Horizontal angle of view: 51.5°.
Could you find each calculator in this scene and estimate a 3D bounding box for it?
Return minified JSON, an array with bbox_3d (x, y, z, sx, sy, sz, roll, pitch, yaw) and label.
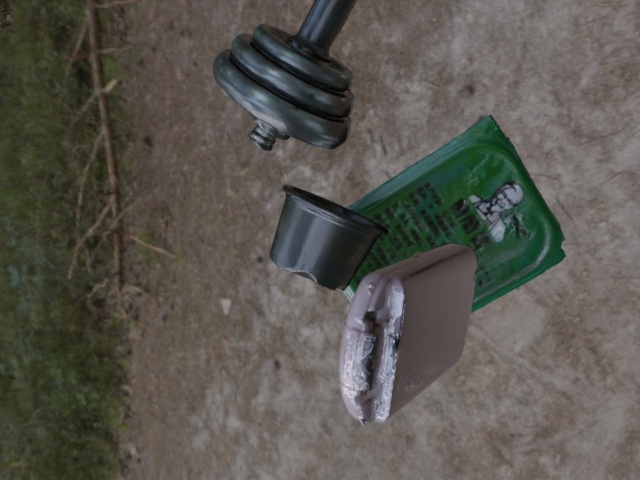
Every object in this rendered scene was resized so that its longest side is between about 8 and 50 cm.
[{"bbox_3d":[0.067,0.058,0.458,0.032,0.175,0.100,14,105,30],"label":"calculator"}]

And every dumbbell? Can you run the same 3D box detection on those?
[{"bbox_3d":[0.025,-0.277,0.720,0.179,0.179,0.406,44,114,32],"label":"dumbbell"}]

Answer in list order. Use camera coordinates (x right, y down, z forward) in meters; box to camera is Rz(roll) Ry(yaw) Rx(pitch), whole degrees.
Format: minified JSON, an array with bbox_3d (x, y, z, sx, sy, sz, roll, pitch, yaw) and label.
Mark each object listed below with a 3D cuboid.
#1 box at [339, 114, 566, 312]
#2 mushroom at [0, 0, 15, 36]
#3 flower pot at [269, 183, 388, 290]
[{"bbox_3d":[0.180,-0.010,1.050,0.336,0.106,0.264,-32,108,12],"label":"box"},{"bbox_3d":[-0.497,-0.249,0.651,0.177,0.397,0.126,-27,83,47],"label":"mushroom"},{"bbox_3d":[0.000,0.000,0.913,0.157,0.157,0.107,32,99,40],"label":"flower pot"}]
